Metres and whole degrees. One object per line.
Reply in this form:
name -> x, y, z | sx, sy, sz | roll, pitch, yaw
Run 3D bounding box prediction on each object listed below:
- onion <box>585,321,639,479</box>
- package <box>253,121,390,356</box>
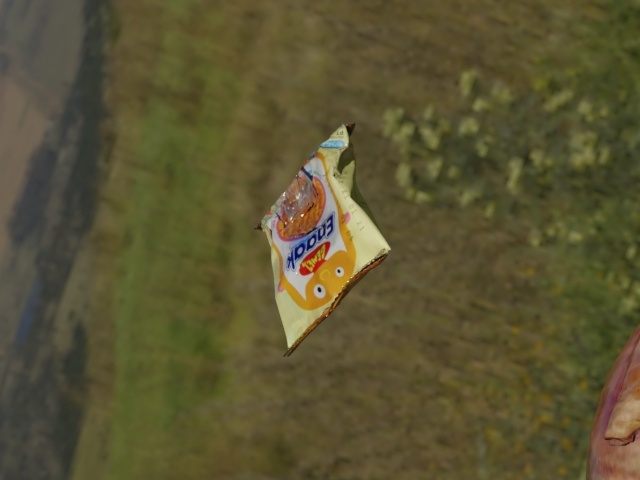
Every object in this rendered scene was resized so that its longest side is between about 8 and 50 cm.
onion -> 0.302, 0.141, 0.996 | 0.353, 0.354, 0.353 | -161, 90, -74
package -> 0.000, -0.002, 1.110 | 0.108, 0.031, 0.120 | -48, 40, 34
